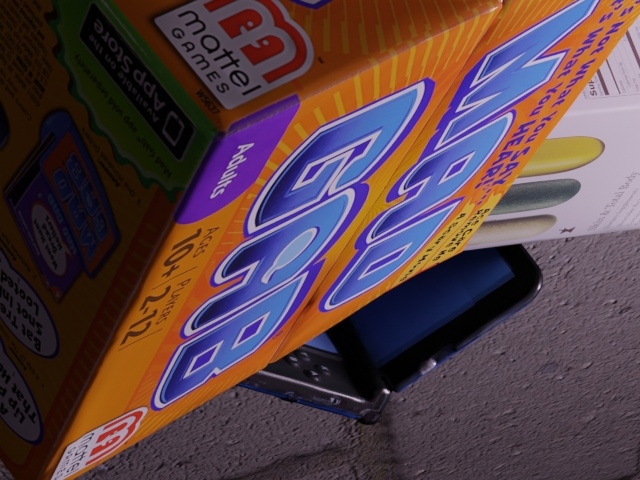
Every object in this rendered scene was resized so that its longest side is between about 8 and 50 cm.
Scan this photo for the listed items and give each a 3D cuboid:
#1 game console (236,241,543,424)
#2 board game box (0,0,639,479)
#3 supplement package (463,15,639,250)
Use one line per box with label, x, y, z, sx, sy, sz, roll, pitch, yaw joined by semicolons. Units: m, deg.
game console;0.000;0.000;1.628;0.250;0.293;0.173;18;111;-27
board game box;-0.081;-0.149;1.071;0.356;0.356;0.356;-29;163;-35
supplement package;0.147;-0.125;1.541;0.263;0.198;0.199;-7;151;-21
